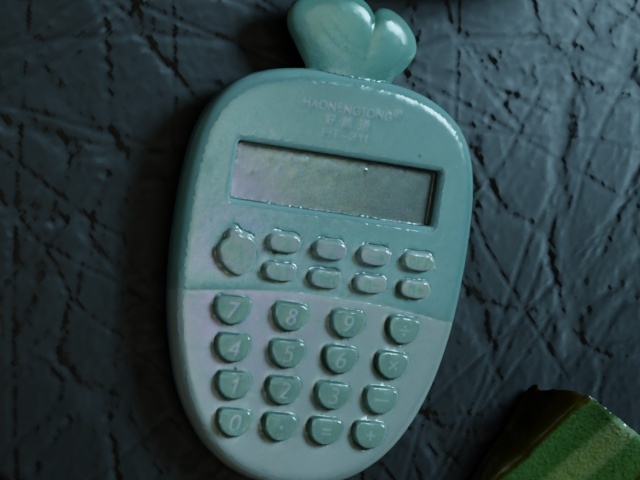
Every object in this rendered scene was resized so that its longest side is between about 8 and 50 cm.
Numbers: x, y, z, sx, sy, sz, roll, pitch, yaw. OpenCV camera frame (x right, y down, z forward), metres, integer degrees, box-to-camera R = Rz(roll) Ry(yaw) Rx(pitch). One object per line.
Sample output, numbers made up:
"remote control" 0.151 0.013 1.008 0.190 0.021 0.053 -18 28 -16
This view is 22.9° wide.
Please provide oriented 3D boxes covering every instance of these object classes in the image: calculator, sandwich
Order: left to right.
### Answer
"calculator" 0.000 0.000 0.944 0.184 0.042 0.295 8 91 -19
"sandwich" 0.140 0.157 0.978 0.074 0.074 0.116 37 79 -16
